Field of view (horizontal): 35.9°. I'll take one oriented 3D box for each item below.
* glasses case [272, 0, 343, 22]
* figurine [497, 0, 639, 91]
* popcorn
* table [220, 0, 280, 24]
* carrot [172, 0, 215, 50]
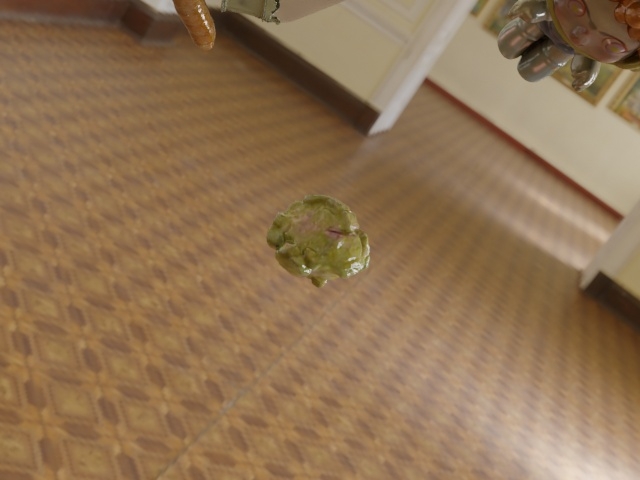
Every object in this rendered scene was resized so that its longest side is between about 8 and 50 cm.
[{"bbox_3d":[-0.020,-0.409,1.604,0.196,0.050,0.083,-10,-29,41],"label":"glasses case"},{"bbox_3d":[0.365,-0.328,1.304,0.224,0.205,0.382,55,-21,-20],"label":"figurine"},{"bbox_3d":[0.001,0.000,1.097,0.109,0.097,0.089,14,-10,16],"label":"popcorn"},{"bbox_3d":[-0.085,-0.346,1.342,0.083,0.062,0.079,14,54,0],"label":"table"},{"bbox_3d":[-0.144,-0.268,1.030,0.043,0.043,0.248,40,-11,19],"label":"carrot"}]
